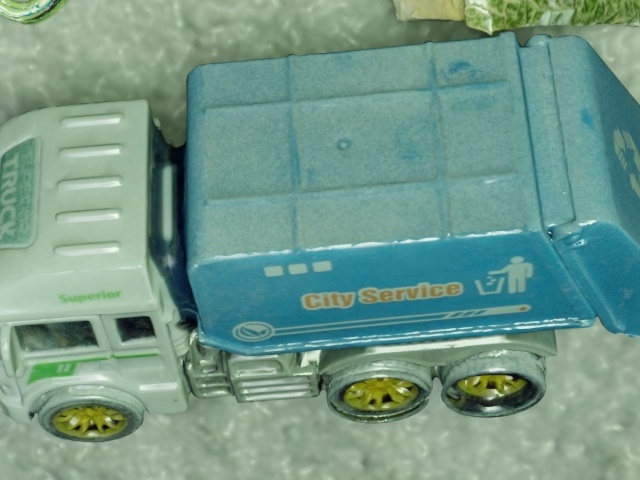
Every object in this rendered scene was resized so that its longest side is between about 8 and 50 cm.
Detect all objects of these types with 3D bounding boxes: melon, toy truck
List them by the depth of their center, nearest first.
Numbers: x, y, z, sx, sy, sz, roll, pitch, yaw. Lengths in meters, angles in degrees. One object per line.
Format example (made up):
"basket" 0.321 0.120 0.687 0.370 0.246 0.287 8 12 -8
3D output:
"toy truck" 0.000 0.000 0.818 0.367 0.146 0.175 -7 146 3
"melon" 0.091 -0.142 0.833 0.202 0.139 0.093 30 126 -12

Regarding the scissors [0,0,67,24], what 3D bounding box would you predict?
"scissors" -0.218 -0.108 0.881 0.133 0.020 0.187 19 104 -11
